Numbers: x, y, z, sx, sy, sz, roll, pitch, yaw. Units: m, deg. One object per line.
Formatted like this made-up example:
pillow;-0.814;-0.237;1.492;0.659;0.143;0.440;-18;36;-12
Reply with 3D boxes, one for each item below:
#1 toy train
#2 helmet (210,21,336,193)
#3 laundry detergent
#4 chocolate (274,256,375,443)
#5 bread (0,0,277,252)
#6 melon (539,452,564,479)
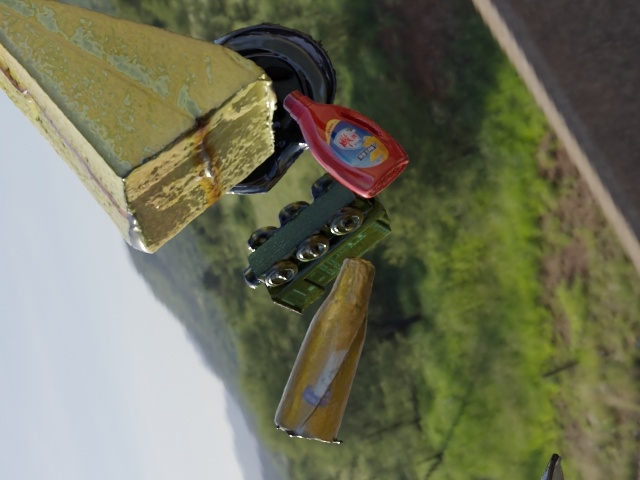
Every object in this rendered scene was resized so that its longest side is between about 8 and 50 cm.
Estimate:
toy train;0.000;0.000;1.611;0.137;0.225;0.090;29;-152;-51
helmet;-0.113;-0.229;1.837;0.225;0.305;0.177;34;-163;-22
laundry detergent;0.025;-0.129;1.421;0.165;0.097;0.049;43;146;14
chocolate;0.012;0.124;1.362;0.085;0.085;0.219;-166;93;-83
bread;-0.178;-0.149;1.021;0.264;0.163;0.168;48;164;13
melon;0.176;0.247;0.804;0.054;0.098;0.182;-13;107;51
